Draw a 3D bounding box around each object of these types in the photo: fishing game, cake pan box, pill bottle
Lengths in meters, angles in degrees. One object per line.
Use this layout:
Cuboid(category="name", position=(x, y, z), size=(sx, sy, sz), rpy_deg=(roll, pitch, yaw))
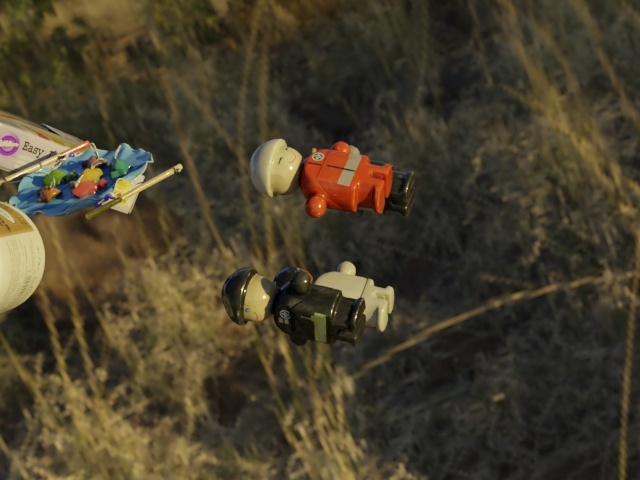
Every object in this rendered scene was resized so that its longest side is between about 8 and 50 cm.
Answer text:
Cuboid(category="fishing game", position=(-0.299, -0.082, 1.639), size=(0.189, 0.041, 0.264), rpy_deg=(-28, 26, -24))
Cuboid(category="cake pan box", position=(-0.419, -0.133, 1.940), size=(0.267, 0.245, 0.070), rpy_deg=(28, 94, 54))
Cuboid(category="pill bottle", position=(-0.389, 0.026, 1.425), size=(0.131, 0.131, 0.229), rpy_deg=(-21, 2, 7))

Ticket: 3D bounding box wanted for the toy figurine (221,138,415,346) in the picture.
Cuboid(category="toy figurine", position=(0.000, 0.000, 1.397), size=(0.148, 0.213, 0.209), rpy_deg=(11, 6, 14))
